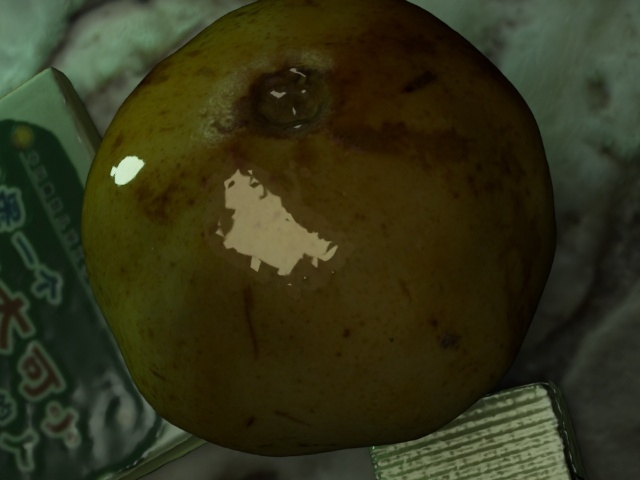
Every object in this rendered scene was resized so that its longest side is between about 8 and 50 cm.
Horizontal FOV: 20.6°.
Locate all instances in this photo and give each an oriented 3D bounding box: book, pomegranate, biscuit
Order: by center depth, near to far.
[{"bbox_3d":[0.000,0.000,0.966,0.264,0.264,0.264,-1,85,15],"label":"pomegranate"},{"bbox_3d":[0.107,0.189,1.028,0.121,0.040,0.199,-16,80,16],"label":"biscuit"},{"bbox_3d":[-0.262,0.092,1.136,0.371,0.043,0.260,-32,78,11],"label":"book"}]
